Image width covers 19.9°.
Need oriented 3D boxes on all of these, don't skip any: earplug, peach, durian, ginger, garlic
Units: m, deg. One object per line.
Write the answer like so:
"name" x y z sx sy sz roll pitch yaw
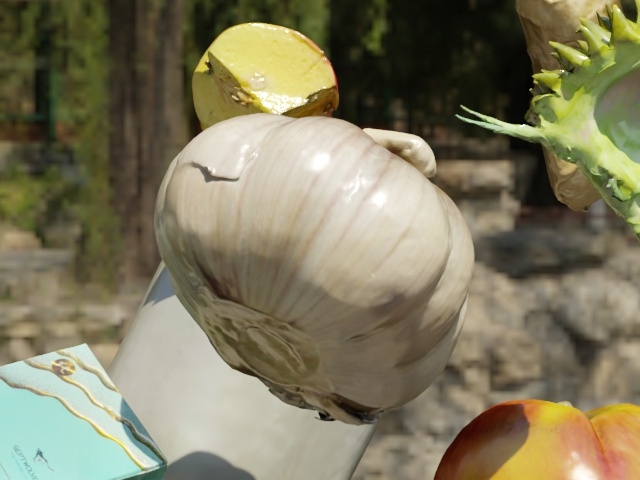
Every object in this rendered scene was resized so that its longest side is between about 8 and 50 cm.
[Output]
"earplug" -0.094 0.191 2.069 0.313 0.394 0.312 23 -19 9
"peach" -0.057 -0.163 1.901 0.151 0.151 0.118 2 16 29
"peach" 0.200 0.260 1.441 0.238 0.281 0.281 0 3 -2
"durian" 0.256 -0.011 1.097 0.157 0.355 0.169 -6 41 53
"ginger" 0.176 -0.112 1.246 0.069 0.190 0.095 6 28 37
"garlic" -0.009 0.011 1.623 0.322 0.322 0.241 1 45 10

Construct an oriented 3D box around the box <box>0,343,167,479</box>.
"box" -0.273 0.184 1.626 0.229 0.041 0.162 -15 50 -34
